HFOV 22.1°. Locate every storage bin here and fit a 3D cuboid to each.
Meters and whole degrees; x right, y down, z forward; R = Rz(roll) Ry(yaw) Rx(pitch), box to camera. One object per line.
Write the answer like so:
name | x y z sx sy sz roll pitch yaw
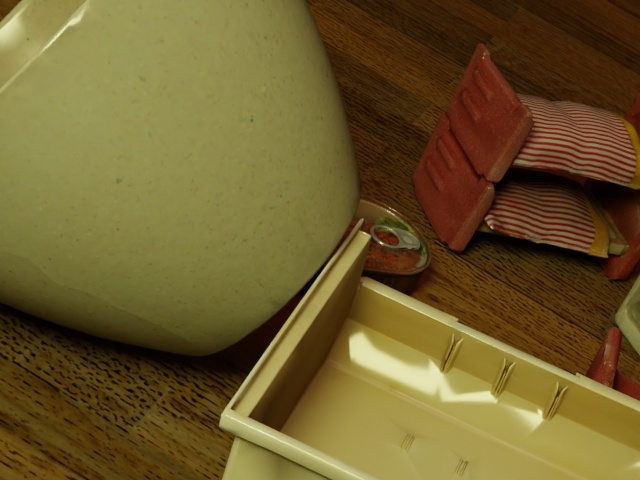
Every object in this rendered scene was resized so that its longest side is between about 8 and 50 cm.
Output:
storage bin | 0.093 0.134 1.036 0.262 0.123 0.260 24 36 9

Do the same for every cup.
cup | -0.112 -0.061 1.092 0.237 0.331 0.331 45 25 -18

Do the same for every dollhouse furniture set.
dollhouse furniture set | 0.247 0.014 1.364 0.201 0.152 0.374 8 35 -29

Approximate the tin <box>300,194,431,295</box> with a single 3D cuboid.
tin | 0.000 0.000 1.310 0.189 0.040 0.106 7 39 -31
